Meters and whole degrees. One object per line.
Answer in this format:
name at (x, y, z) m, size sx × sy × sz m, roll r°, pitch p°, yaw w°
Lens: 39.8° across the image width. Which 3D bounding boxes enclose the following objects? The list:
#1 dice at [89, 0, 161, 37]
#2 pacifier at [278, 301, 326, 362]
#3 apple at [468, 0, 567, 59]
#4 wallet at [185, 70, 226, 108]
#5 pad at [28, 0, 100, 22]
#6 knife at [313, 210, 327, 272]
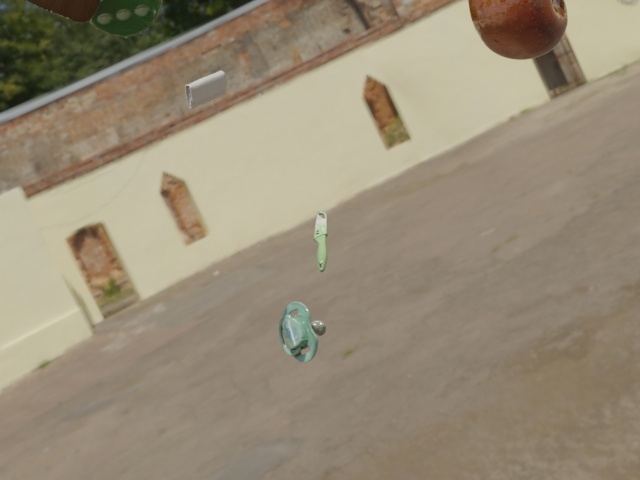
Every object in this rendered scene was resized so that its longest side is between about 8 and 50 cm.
dice at (-0.388, -0.485, 1.729) m, size 0.120 × 0.131 × 0.128 m, roll 12°, pitch -42°, yaw -38°
pacifier at (-0.039, 0.225, 2.173) m, size 0.117 × 0.150 × 0.127 m, roll -4°, pitch -28°, yaw -46°
apple at (0.351, -0.421, 1.599) m, size 0.162 × 0.201 × 0.201 m, roll -13°, pitch 12°, yaw 32°
wallet at (-0.268, -0.355, 2.081) m, size 0.025 × 0.061 × 0.122 m, roll 18°, pitch 34°, yaw 31°
pad at (-0.429, -0.520, 1.407) m, size 0.018 × 0.286 × 0.284 m, roll 30°, pitch 9°, yaw 38°
knife at (0.000, 0.000, 1.807) m, size 0.030 × 0.014 × 0.207 m, roll -8°, pitch 36°, yaw 7°
